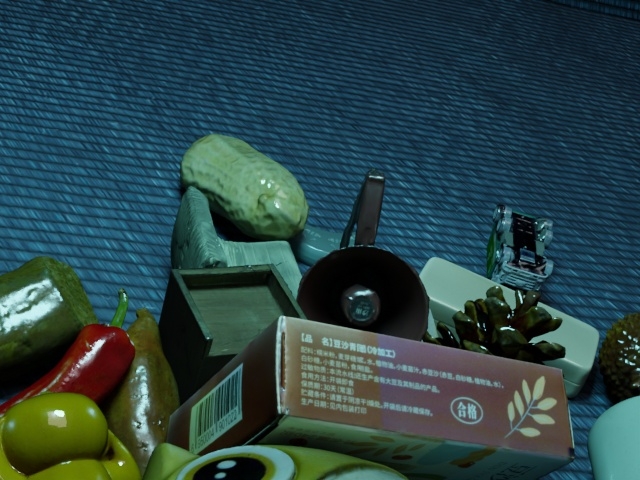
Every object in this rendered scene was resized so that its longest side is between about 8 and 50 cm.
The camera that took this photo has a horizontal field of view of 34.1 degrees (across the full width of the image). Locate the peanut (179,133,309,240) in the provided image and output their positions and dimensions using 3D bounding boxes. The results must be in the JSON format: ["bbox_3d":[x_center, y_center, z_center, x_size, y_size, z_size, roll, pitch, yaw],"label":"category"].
[{"bbox_3d":[-0.136,-0.094,1.909,0.152,0.152,0.313,-14,30,-39],"label":"peanut"}]

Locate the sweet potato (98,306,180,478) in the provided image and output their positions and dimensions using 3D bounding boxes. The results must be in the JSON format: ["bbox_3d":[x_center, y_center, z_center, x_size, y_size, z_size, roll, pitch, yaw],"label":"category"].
[{"bbox_3d":[-0.248,0.236,1.424,0.112,0.112,0.359,7,48,-17],"label":"sweet potato"}]

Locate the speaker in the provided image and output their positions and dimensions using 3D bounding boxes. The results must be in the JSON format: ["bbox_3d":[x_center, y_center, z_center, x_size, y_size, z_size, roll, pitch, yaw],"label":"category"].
[{"bbox_3d":[0.046,0.043,1.657,0.198,0.259,0.329,-17,12,1],"label":"speaker"}]

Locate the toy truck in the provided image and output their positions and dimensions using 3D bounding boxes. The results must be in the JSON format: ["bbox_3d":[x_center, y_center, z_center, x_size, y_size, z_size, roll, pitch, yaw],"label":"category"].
[{"bbox_3d":[0.382,0.020,2.033,0.114,0.124,0.253,17,35,-2],"label":"toy truck"}]

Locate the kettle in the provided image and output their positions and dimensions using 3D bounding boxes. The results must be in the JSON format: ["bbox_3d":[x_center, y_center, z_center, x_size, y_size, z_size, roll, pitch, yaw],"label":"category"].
[{"bbox_3d":[0.511,0.417,1.489,0.205,0.265,0.318,-12,31,12],"label":"kettle"}]

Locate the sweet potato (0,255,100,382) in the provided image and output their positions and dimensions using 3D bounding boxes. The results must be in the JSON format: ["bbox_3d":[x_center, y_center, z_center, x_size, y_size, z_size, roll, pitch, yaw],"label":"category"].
[{"bbox_3d":[-0.469,0.130,1.451,0.370,0.157,0.158,-25,52,-38],"label":"sweet potato"}]

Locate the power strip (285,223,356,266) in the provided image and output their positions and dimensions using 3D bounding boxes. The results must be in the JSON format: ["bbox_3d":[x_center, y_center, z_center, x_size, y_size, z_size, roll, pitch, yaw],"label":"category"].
[{"bbox_3d":[0.000,0.000,1.948,0.216,0.044,0.137,9,35,-14],"label":"power strip"}]

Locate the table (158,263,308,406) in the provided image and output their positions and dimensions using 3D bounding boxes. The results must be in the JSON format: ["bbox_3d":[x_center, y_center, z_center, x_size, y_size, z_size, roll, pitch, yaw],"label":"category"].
[{"bbox_3d":[-0.138,0.153,1.521,0.169,0.193,0.172,-3,39,-29],"label":"table"}]

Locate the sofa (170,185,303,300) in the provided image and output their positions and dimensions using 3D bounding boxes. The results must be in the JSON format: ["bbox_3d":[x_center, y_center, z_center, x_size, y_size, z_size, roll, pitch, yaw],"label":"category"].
[{"bbox_3d":[-0.121,0.041,1.709,0.226,0.176,0.210,4,36,-20],"label":"sofa"}]

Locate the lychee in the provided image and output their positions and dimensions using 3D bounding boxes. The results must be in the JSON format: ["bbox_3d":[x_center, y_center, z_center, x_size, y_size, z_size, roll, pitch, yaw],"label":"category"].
[{"bbox_3d":[0.572,0.215,1.783,0.200,0.200,0.238,29,24,16],"label":"lychee"}]

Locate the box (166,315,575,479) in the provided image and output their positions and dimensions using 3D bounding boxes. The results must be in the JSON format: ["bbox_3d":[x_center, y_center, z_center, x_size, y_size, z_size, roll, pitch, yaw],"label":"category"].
[{"bbox_3d":[0.048,0.241,1.287,0.385,0.344,0.122,13,58,-24],"label":"box"}]

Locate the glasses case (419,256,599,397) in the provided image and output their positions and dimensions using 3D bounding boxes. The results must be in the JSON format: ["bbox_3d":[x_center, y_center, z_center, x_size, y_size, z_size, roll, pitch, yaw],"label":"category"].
[{"bbox_3d":[0.320,0.151,1.854,0.337,0.076,0.144,25,34,10],"label":"glasses case"}]

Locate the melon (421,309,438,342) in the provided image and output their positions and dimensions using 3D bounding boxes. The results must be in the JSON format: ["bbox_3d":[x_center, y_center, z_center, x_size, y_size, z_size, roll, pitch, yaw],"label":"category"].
[{"bbox_3d":[0.146,0.156,1.754,0.140,0.093,0.202,26,37,-1],"label":"melon"}]

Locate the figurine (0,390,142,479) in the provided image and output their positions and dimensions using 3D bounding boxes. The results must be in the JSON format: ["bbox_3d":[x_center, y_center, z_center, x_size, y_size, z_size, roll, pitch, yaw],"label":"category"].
[{"bbox_3d":[-0.301,0.304,1.221,0.215,0.215,0.228,-5,42,-31],"label":"figurine"}]

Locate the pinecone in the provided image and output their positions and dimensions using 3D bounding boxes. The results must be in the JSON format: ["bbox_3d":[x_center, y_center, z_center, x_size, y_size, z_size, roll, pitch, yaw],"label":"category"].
[{"bbox_3d":[0.246,0.212,1.573,0.244,0.309,0.244,39,3,-3],"label":"pinecone"}]

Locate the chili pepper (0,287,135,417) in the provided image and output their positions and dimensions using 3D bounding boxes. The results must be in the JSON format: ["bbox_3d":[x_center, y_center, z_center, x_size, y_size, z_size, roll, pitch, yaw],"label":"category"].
[{"bbox_3d":[-0.365,0.198,1.345,0.368,0.092,0.137,-36,62,-26],"label":"chili pepper"}]

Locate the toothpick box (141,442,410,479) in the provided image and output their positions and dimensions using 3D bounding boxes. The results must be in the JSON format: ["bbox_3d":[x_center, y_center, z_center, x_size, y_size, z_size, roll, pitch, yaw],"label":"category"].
[{"bbox_3d":[-0.029,0.402,1.018,0.426,0.408,0.409,18,33,6],"label":"toothpick box"}]
